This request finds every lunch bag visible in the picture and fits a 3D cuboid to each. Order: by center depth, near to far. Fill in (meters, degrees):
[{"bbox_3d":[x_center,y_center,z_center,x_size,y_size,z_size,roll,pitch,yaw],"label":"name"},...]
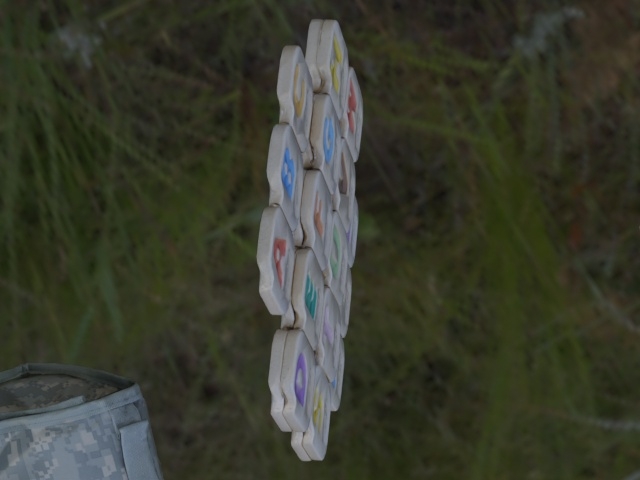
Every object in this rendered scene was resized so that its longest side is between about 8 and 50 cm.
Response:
[{"bbox_3d":[-0.219,0.237,1.593,0.169,0.235,0.287,-21,-170,-35],"label":"lunch bag"}]

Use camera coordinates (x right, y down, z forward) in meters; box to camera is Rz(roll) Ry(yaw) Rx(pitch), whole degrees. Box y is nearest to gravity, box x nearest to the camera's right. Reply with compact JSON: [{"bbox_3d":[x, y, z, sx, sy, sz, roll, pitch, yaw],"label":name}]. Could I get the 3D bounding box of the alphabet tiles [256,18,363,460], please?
[{"bbox_3d":[0.000,0.000,1.271,0.021,0.284,0.278,2,157,11],"label":"alphabet tiles"}]
